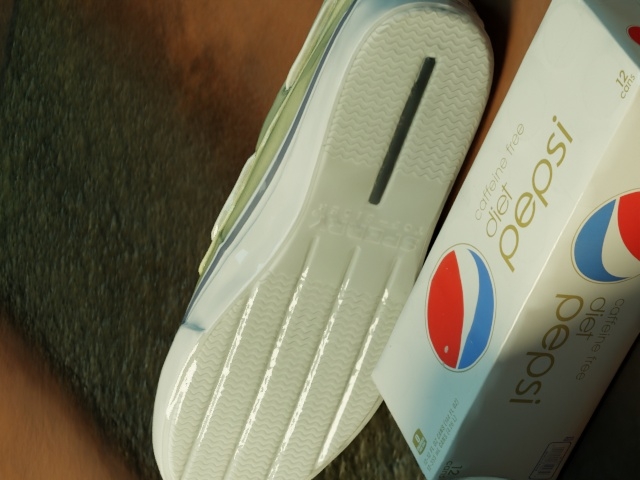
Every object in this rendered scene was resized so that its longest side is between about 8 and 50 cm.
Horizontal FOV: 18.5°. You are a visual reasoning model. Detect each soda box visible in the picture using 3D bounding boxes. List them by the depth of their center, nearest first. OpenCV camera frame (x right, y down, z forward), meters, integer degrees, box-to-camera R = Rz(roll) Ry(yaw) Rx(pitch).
[{"bbox_3d":[0.100,0.002,0.827,0.216,0.069,0.074,-65,35,31],"label":"soda box"}]

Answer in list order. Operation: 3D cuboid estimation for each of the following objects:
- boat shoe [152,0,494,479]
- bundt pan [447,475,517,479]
[{"bbox_3d":[0.000,0.000,0.990,0.302,0.109,0.094,-63,21,20],"label":"boat shoe"},{"bbox_3d":[0.055,0.262,0.723,0.331,0.124,0.331,-17,55,26],"label":"bundt pan"}]
